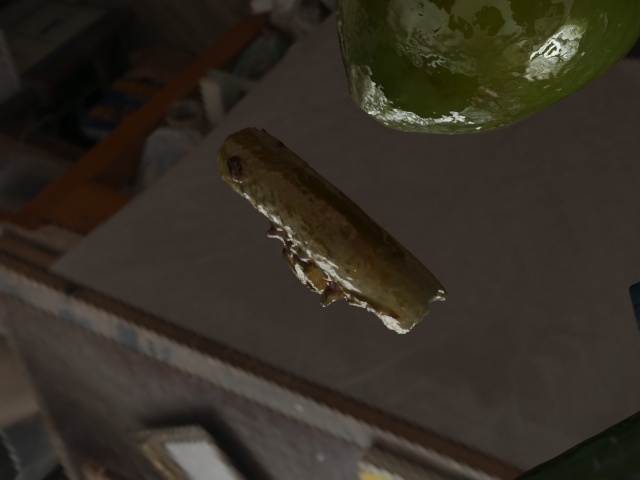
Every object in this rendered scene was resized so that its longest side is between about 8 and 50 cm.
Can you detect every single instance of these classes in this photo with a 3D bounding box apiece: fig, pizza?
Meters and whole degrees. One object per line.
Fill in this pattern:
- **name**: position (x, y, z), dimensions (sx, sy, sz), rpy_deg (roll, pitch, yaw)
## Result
- **fig**: position (0.111, -0.169, 0.856), dimensions (0.207, 0.207, 0.230), rpy_deg (31, 146, 18)
- **pizza**: position (0.000, 0.000, 0.906), dimensions (0.182, 0.062, 0.161), rpy_deg (42, 175, 5)

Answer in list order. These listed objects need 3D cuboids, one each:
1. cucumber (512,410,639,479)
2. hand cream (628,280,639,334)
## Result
- **cucumber**: position (0.032, 0.166, 0.355), dimensions (0.145, 0.325, 0.105), rpy_deg (49, -166, -41)
- **hand cream**: position (0.468, 0.045, 1.511), dimensions (0.224, 0.083, 0.048), rpy_deg (-21, 131, 19)
